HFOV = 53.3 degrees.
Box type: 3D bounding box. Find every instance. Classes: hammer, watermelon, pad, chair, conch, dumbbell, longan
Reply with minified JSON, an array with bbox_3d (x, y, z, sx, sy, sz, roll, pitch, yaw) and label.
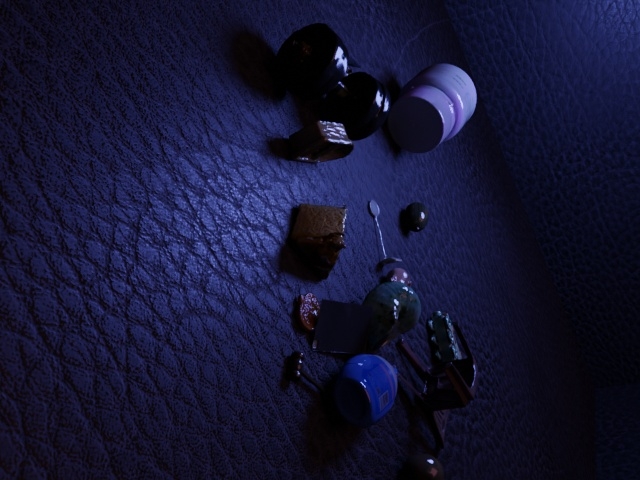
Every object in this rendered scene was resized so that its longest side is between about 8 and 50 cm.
[{"bbox_3d":[0.019,0.331,1.375,0.292,0.029,0.058,48,40,-39],"label":"hammer"},{"bbox_3d":[0.300,-0.072,2.001,0.078,0.078,0.110,53,35,-31],"label":"watermelon"},{"bbox_3d":[0.054,0.199,1.452,0.193,0.004,0.116,14,86,-47],"label":"pad"},{"bbox_3d":[0.346,0.405,1.725,0.326,0.183,0.175,55,35,-26],"label":"chair"},{"bbox_3d":[0.171,0.188,1.607,0.188,0.122,0.175,11,93,-57],"label":"conch"},{"bbox_3d":[0.036,-0.394,1.614,0.388,0.185,0.185,31,50,-50],"label":"dumbbell"},{"bbox_3d":[0.245,0.578,1.562,0.119,0.106,0.106,-31,106,-17],"label":"longan"}]

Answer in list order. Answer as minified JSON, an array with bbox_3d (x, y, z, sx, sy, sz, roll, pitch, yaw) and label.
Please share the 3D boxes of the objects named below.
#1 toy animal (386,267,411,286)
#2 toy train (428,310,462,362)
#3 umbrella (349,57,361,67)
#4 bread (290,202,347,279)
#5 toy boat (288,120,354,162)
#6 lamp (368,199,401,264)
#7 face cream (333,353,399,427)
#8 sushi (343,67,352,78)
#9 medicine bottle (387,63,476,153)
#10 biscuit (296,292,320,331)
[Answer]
[{"bbox_3d":[0.211,0.133,1.752,0.084,0.089,0.150,32,44,-6],"label":"toy animal"},{"bbox_3d":[0.383,0.305,1.958,0.118,0.074,0.175,31,44,-62],"label":"toy train"},{"bbox_3d":[0.066,-0.548,1.902,0.044,0.044,0.269,38,18,14],"label":"umbrella"},{"bbox_3d":[0.000,0.000,1.476,0.152,0.127,0.147,91,6,-49],"label":"bread"},{"bbox_3d":[0.010,-0.239,1.562,0.188,0.116,0.061,-4,72,-58],"label":"toy boat"},{"bbox_3d":[0.179,-0.026,1.802,0.050,0.056,0.198,9,64,-54],"label":"lamp"},{"bbox_3d":[0.113,0.330,1.452,0.264,0.083,0.149,-4,71,-68],"label":"face cream"},{"bbox_3d":[0.066,-0.483,1.849,0.046,0.044,0.083,9,65,-59],"label":"sushi"},{"bbox_3d":[0.371,-0.441,2.143,0.302,0.241,0.241,-47,116,-47],"label":"medicine bottle"},{"bbox_3d":[-0.029,0.153,1.392,0.078,0.015,0.091,61,32,-18],"label":"biscuit"}]
